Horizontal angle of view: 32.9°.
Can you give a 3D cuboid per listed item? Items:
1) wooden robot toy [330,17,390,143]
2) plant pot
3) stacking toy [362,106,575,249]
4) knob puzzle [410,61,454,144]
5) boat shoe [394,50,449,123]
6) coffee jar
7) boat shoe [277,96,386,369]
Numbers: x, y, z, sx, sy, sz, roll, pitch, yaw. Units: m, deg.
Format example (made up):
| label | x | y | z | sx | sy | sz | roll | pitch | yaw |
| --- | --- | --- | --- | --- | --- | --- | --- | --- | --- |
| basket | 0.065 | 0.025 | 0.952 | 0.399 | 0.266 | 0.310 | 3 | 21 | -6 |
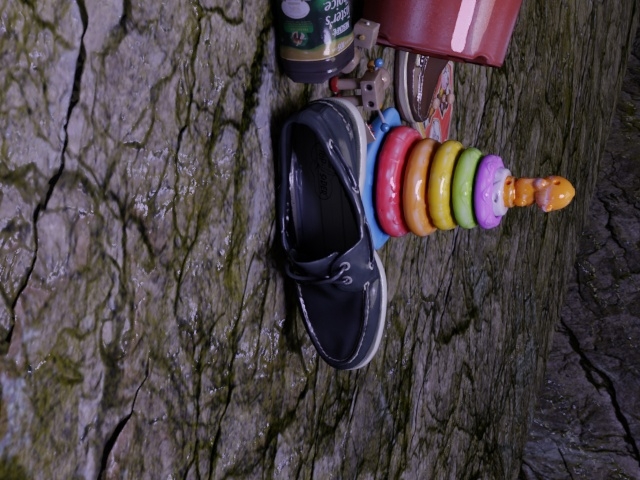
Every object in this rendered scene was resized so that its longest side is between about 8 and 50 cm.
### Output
| label | x | y | z | sx | sy | sz | roll | pitch | yaw |
| --- | --- | --- | --- | --- | --- | --- | --- | --- | --- |
| wooden robot toy | 0.060 | -0.216 | 1.444 | 0.079 | 0.076 | 0.173 | -55 | 145 | -52 |
| plant pot | 0.175 | -0.381 | 1.466 | 0.272 | 0.272 | 0.265 | -7 | 110 | -66 |
| stacking toy | 0.208 | -0.075 | 1.532 | 0.166 | 0.302 | 0.175 | 73 | 32 | -42 |
| knob puzzle | 0.201 | -0.228 | 1.818 | 0.213 | 0.030 | 0.213 | 6 | 90 | -66 |
| boat shoe | 0.174 | -0.306 | 1.655 | 0.095 | 0.095 | 0.257 | -6 | 101 | -66 |
| coffee jar | -0.010 | -0.280 | 1.265 | 0.096 | 0.079 | 0.184 | -52 | 141 | -50 |
| boat shoe | 0.004 | 0.000 | 1.309 | 0.113 | 0.127 | 0.340 | -19 | 111 | -63 |
